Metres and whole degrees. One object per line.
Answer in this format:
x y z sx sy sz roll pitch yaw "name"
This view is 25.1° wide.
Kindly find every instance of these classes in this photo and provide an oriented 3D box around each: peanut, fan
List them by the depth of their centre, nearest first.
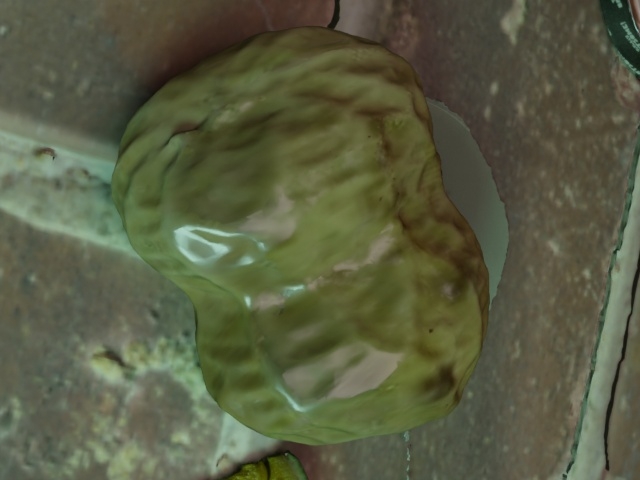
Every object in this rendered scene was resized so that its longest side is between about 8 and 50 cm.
0.000 0.000 0.786 0.197 0.110 0.233 -27 98 -27 "peanut"
0.050 0.066 0.880 0.182 0.010 0.310 -6 92 -30 "fan"

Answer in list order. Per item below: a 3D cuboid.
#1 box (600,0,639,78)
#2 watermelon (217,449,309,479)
0.283 -0.173 0.947 0.151 0.135 0.151 -1 93 -30 "box"
-0.074 0.197 0.798 0.181 0.075 0.092 -22 57 -30 "watermelon"
